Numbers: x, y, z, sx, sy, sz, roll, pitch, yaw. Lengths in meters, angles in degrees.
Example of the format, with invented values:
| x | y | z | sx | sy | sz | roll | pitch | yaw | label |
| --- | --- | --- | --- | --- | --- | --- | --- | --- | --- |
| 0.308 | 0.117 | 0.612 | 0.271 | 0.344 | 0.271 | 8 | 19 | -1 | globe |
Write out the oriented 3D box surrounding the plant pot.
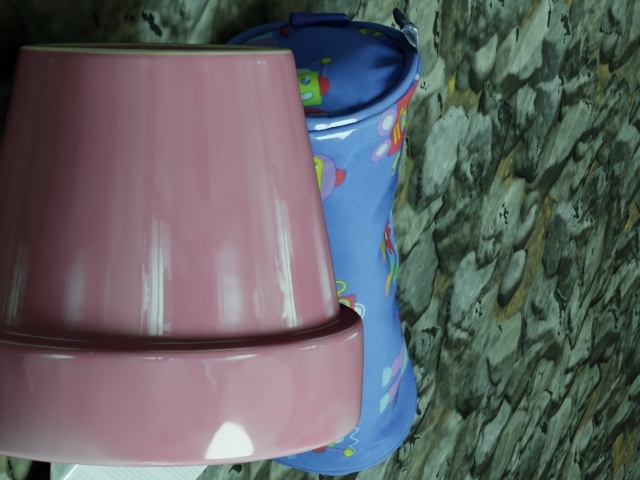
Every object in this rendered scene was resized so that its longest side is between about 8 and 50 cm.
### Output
| x | y | z | sx | sy | sz | roll | pitch | yaw | label |
| --- | --- | --- | --- | --- | --- | --- | --- | --- | --- |
| -0.077 | -0.002 | 0.903 | 0.201 | 0.201 | 0.180 | -13 | 105 | -64 | plant pot |

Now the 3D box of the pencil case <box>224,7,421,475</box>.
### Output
| x | y | z | sx | sy | sz | roll | pitch | yaw | label |
| --- | --- | --- | --- | --- | --- | --- | --- | --- | --- |
| 0.000 | 0.000 | 1.151 | 0.133 | 0.119 | 0.306 | -79 | 170 | -48 | pencil case |

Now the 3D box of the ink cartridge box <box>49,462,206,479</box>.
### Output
| x | y | z | sx | sy | sz | roll | pitch | yaw | label |
| --- | --- | --- | --- | --- | --- | --- | --- | --- | --- |
| -0.123 | 0.130 | 1.106 | 0.179 | 0.045 | 0.145 | -47 | 154 | -6 | ink cartridge box |
